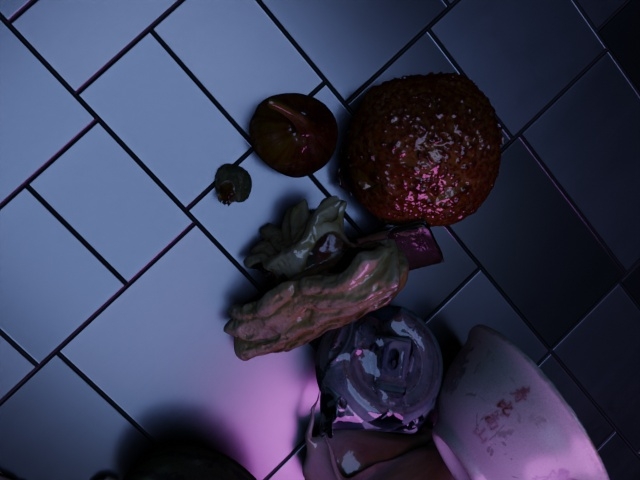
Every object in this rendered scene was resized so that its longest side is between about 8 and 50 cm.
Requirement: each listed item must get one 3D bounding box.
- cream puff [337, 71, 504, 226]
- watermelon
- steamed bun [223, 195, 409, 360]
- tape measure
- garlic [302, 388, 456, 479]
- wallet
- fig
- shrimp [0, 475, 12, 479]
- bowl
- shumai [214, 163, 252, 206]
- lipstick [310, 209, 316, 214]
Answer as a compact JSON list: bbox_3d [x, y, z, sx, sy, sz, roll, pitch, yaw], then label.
[{"bbox_3d":[0.215,-0.177,1.425,0.350,0.228,0.351,-2,99,-15],"label":"cream puff"},{"bbox_3d":[-0.229,0.554,1.384,0.359,0.279,0.279,44,86,-14],"label":"watermelon"},{"bbox_3d":[-0.028,0.050,1.368,0.189,0.427,0.247,49,40,-18],"label":"steamed bun"},{"bbox_3d":[0.122,0.264,1.459,0.256,0.147,0.275,7,71,-19],"label":"tape measure"},{"bbox_3d":[0.117,0.496,1.488,0.339,0.231,0.246,23,94,-21],"label":"garlic"},{"bbox_3d":[0.123,0.031,1.456,0.232,0.031,0.122,-15,130,22],"label":"wallet"},{"bbox_3d":[-0.042,-0.207,1.369,0.175,0.207,0.175,1,87,-17],"label":"fig"},{"bbox_3d":[-0.702,0.541,1.380,0.360,0.085,0.247,43,80,-20],"label":"shrimp"},{"bbox_3d":[0.349,0.401,1.421,0.196,0.435,0.435,-31,103,-9],"label":"bowl"},{"bbox_3d":[-0.171,-0.111,1.415,0.082,0.080,0.083,-23,100,-11],"label":"shumai"},{"bbox_3d":[-0.001,0.000,1.496,0.030,0.030,0.129,-6,101,-12],"label":"lipstick"}]
